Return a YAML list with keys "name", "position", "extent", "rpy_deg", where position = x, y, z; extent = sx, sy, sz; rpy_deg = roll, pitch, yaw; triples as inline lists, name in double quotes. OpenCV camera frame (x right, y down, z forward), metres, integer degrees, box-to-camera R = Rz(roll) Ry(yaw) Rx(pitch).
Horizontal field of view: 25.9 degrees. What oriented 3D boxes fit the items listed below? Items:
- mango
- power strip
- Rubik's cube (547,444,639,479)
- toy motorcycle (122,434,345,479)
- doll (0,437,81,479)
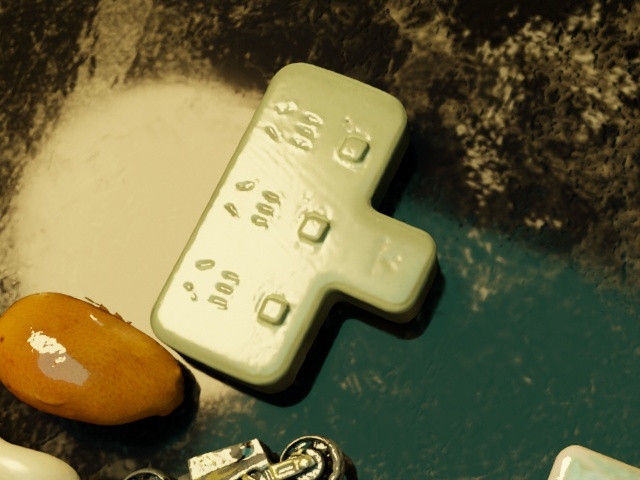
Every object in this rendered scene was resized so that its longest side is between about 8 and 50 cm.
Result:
- name: "mango"
  position: [-0.188, 0.094, 1.103]
  extent: [0.159, 0.105, 0.084]
  rpy_deg: [12, 115, 11]
- name: "power strip"
  position: [0.000, 0.000, 1.124]
  extent: [0.194, 0.059, 0.265]
  rpy_deg: [23, 77, 16]
- name: "Rubik's cube"
  position: [0.239, 0.343, 0.840]
  extent: [0.316, 0.319, 0.322]
  rpy_deg: [21, 76, 16]
- name: "toy motorcycle"
  position: [-0.067, 0.220, 1.064]
  extent: [0.193, 0.061, 0.124]
  rpy_deg: [-13, 65, 11]
- name: "doll"
  position: [-0.421, 0.145, 1.049]
  extent: [0.376, 0.187, 0.365]
  rpy_deg: [28, 46, 33]
